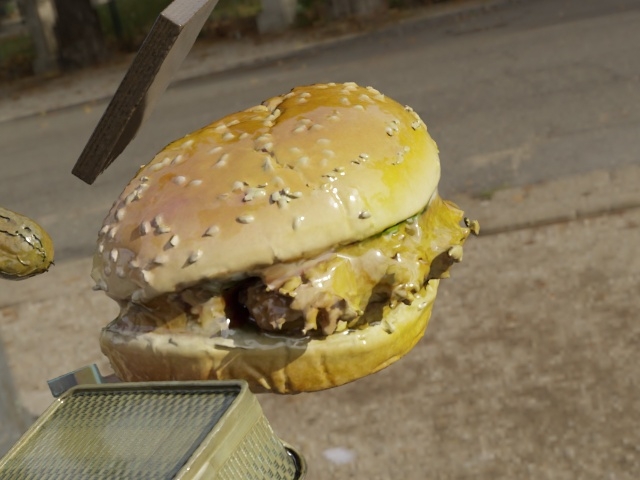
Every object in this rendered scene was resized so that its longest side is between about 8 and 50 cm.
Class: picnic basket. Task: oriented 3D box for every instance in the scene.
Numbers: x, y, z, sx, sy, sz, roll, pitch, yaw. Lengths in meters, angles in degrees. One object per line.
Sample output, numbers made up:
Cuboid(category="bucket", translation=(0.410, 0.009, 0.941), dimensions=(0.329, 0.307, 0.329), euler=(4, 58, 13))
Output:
Cuboid(category="picnic basket", translation=(-0.148, 0.222, 1.054), dimensions=(0.266, 0.139, 0.165), euler=(-7, 31, 39))

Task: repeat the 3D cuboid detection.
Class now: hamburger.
Cuboid(category="hamburger", translation=(0.000, 0.000, 1.325), dimensions=(0.445, 0.268, 0.287), euler=(-27, 33, -37))

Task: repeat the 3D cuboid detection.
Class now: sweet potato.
Cuboid(category="sweet potato", translation=(-0.382, -0.029, 1.306), dimensions=(0.081, 0.233, 0.062), euler=(-54, 8, 4))

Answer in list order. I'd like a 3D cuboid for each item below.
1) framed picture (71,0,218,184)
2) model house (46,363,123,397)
Cuboid(category="framed picture", translation=(-0.144, -0.138, 1.052), dimensions=(0.168, 0.023, 0.128), euler=(-54, 5, 29))
Cuboid(category="model house", translation=(-0.208, 0.255, 1.588), dimensions=(0.215, 0.224, 0.198), euler=(-18, 57, -14))
